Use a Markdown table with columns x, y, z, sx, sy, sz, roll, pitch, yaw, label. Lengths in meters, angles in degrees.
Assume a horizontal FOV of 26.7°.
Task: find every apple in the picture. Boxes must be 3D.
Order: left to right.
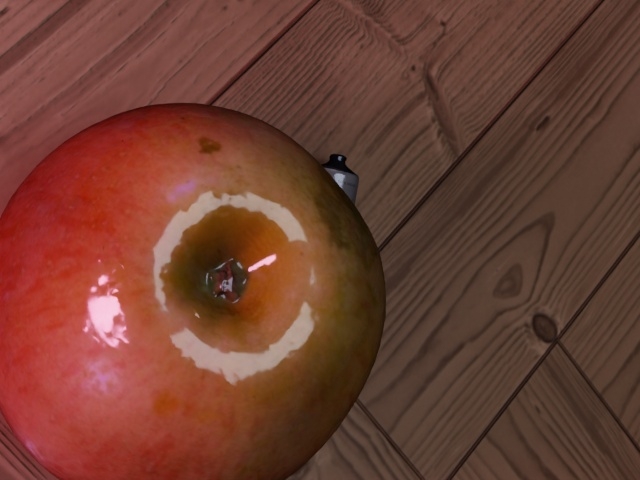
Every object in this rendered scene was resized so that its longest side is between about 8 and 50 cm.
| x | y | z | sx | sy | sz | roll | pitch | yaw | label |
| --- | --- | --- | --- | --- | --- | --- | --- | --- | --- |
| -0.115 | 0.060 | 1.188 | 0.364 | 0.364 | 0.363 | 2 | 86 | -31 | apple |

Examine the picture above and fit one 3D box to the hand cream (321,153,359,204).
| x | y | z | sx | sy | sz | roll | pitch | yaw | label |
| --- | --- | --- | --- | --- | --- | --- | --- | --- | --- |
| 0.000 | 0.000 | 1.425 | 0.087 | 0.054 | 0.186 | 12 | 87 | -26 | hand cream |
